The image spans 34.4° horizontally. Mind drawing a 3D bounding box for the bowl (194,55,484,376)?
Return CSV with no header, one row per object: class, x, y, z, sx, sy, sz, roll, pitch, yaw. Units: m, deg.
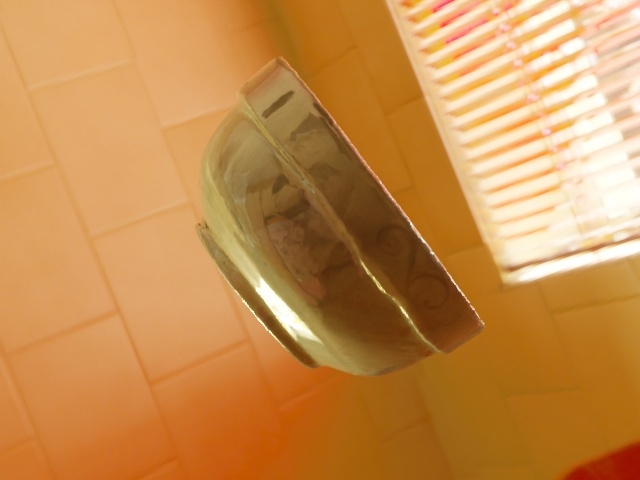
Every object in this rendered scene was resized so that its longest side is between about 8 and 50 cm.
bowl,0.000,0.000,0.932,0.163,0.307,0.307,-39,0,1
